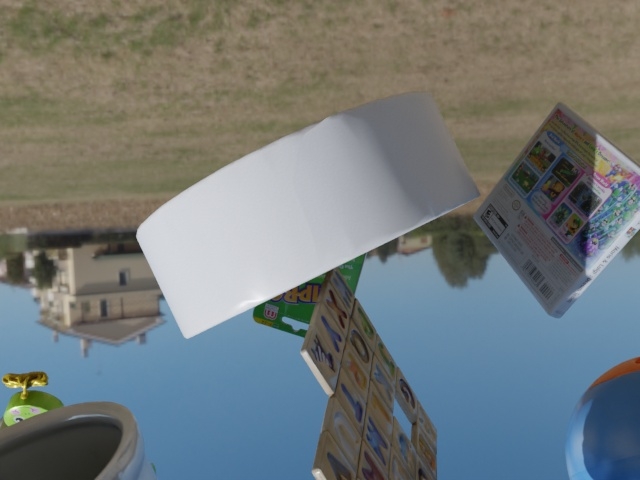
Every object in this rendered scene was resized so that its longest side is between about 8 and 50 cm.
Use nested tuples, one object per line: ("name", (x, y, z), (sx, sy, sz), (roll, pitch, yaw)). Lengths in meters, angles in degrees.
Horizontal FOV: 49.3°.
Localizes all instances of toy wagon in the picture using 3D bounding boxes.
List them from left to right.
("toy wagon", (-0.419, 0.338, 1.099), (0.267, 0.344, 0.068), (-4, -138, 2))

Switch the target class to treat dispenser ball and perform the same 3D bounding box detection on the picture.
("treat dispenser ball", (0.491, 0.302, 0.967), (0.288, 0.288, 0.288), (-3, -179, 0))

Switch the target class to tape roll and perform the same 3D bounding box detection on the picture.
("tape roll", (-0.011, -0.019, 0.612), (0.286, 0.100, 0.286), (-27, 178, -1))

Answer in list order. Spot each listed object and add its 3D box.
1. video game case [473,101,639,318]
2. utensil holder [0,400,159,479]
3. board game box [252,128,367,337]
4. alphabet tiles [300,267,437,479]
("video game case", (0.218, -0.032, 0.637), (0.019, 0.143, 0.157), (19, -152, -29))
("utensil holder", (-0.281, 0.428, 0.755), (0.327, 0.386, 0.327), (-19, -167, 5))
("board game box", (0.000, 0.000, 0.892), (0.124, 0.260, 0.039), (17, -169, 8))
("alphabet tiles", (0.043, 0.143, 0.538), (0.009, 0.198, 0.237), (-27, -165, 17))
